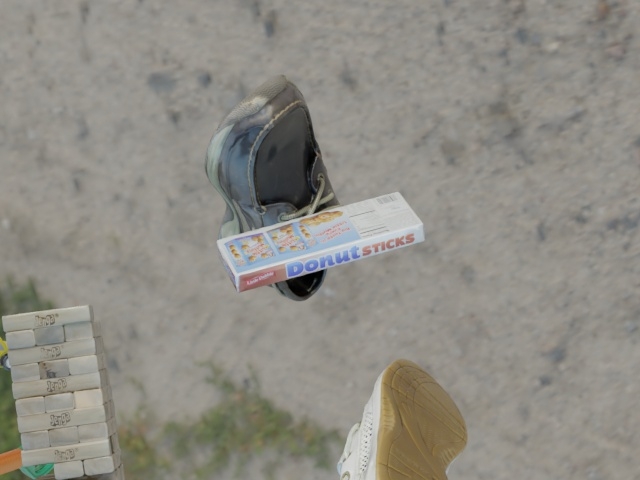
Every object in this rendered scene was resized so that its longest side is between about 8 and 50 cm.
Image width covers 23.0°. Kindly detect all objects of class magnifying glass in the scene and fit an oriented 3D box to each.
[{"bbox_3d":[-0.408,0.300,2.188,0.026,0.231,0.092,30,99,15],"label":"magnifying glass"}]

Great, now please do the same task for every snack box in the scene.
[{"bbox_3d":[0.000,0.000,1.418,0.064,0.178,0.022,-122,21,-53],"label":"snack box"}]

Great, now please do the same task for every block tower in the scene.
[{"bbox_3d":[-0.247,0.235,1.582,0.097,0.091,0.335,141,121,-87],"label":"block tower"}]

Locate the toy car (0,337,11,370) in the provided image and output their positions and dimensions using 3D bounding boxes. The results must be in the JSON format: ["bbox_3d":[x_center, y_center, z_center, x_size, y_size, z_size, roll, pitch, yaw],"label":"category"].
[{"bbox_3d":[-0.533,0.150,2.067,0.225,0.239,0.053,-1,90,21],"label":"toy car"}]

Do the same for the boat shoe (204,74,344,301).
[{"bbox_3d":[-0.030,-0.048,1.678,0.130,0.132,0.355,40,162,18],"label":"boat shoe"}]

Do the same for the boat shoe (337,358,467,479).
[{"bbox_3d":[0.056,0.190,1.334,0.098,0.277,0.096,40,111,-4],"label":"boat shoe"}]
